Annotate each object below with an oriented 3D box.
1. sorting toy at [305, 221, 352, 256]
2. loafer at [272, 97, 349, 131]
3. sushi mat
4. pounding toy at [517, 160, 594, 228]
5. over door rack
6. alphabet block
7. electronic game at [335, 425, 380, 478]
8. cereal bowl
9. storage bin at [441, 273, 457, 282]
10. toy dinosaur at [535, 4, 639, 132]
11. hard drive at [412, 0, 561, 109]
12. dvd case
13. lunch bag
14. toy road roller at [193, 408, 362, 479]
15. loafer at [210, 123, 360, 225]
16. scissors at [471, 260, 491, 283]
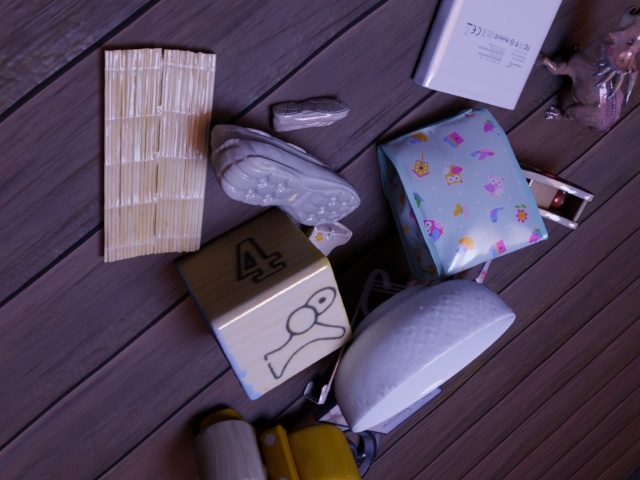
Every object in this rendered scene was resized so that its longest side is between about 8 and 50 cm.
[{"bbox_3d":[0.000,0.000,1.082,0.083,0.045,0.075,9,121,-36],"label":"sorting toy"},{"bbox_3d":[-0.017,-0.194,0.950,0.125,0.045,0.039,-9,140,-20],"label":"loafer"},{"bbox_3d":[-0.233,-0.115,0.872,0.151,0.019,0.317,-5,120,-29],"label":"sushi mat"},{"bbox_3d":[0.440,-0.064,1.243,0.269,0.154,0.155,8,114,-35],"label":"pounding toy"},{"bbox_3d":[0.146,0.229,1.274,0.239,0.108,0.324,15,110,-37],"label":"over door rack"},{"bbox_3d":[-0.090,0.098,0.983,0.197,0.193,0.192,-29,131,-14],"label":"alphabet block"},{"bbox_3d":[0.043,0.504,1.420,0.229,0.048,0.229,-13,118,-27],"label":"electronic game"},{"bbox_3d":[0.158,0.179,1.053,0.338,0.141,0.339,-31,157,-14],"label":"cereal bowl"},{"bbox_3d":[0.262,0.004,1.225,0.091,0.098,0.135,-12,128,-60],"label":"storage bin"},{"bbox_3d":[0.516,-0.279,1.124,0.127,0.200,0.296,-37,132,-7],"label":"toy dinosaur"},{"bbox_3d":[0.310,-0.411,1.012,0.232,0.047,0.353,4,117,-34],"label":"hard drive"},{"bbox_3d":[0.128,0.347,1.303,0.180,0.022,0.253,-45,136,19],"label":"dvd case"},{"bbox_3d":[0.236,-0.085,1.075,0.223,0.160,0.262,-21,89,-7],"label":"lunch bag"},{"bbox_3d":[-0.069,0.446,1.183,0.240,0.203,0.330,-30,134,4],"label":"toy road roller"},{"bbox_3d":[-0.043,-0.101,0.944,0.112,0.112,0.319,-34,154,22],"label":"loafer"},{"bbox_3d":[0.333,0.085,1.291,0.109,0.021,0.297,28,82,-45],"label":"scissors"}]
